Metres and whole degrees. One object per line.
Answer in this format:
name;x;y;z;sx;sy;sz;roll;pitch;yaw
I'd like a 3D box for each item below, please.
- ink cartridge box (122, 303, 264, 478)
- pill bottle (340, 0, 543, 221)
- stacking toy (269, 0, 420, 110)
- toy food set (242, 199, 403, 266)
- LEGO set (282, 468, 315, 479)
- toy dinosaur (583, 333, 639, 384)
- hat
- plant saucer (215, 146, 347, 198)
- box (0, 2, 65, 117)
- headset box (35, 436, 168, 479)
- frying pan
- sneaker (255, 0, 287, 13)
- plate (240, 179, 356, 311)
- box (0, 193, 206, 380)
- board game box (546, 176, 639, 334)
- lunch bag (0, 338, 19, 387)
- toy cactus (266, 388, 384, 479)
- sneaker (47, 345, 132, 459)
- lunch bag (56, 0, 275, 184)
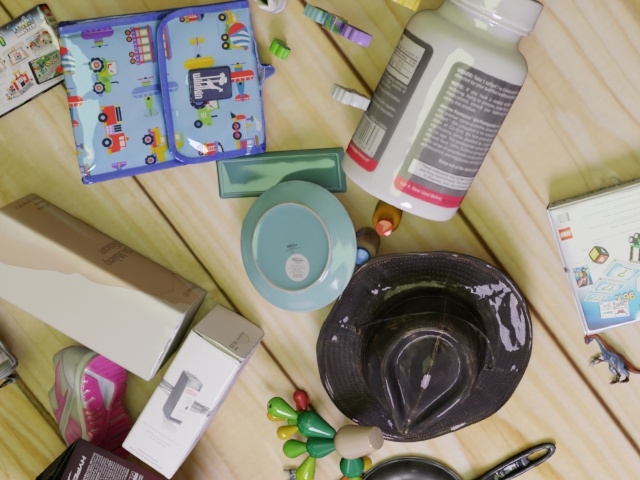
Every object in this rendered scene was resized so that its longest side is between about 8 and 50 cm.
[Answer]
ink cartridge box;-0.184;0.217;1.941;0.092;0.158;0.218;34;105;2
pill bottle;0.170;-0.201;1.778;0.176;0.176;0.318;27;106;3
stacking toy;0.026;-0.294;1.800;0.221;0.052;0.167;40;109;43
toy food set;0.000;0.000;1.885;0.232;0.104;0.111;-1;106;8
LEGO set;-0.026;0.381;2.020;0.083;0.023;0.054;25;105;4
toy dinosaur;0.416;0.167;1.899;0.090;0.047;0.082;-18;90;-20
hat;0.146;0.181;1.844;0.331;0.134;0.331;1;119;2
plant saucer;-0.059;-0.097;1.924;0.192;0.018;0.067;-3;102;11
box;-0.466;-0.251;1.949;0.207;0.036;0.114;-26;97;14
headset box;-0.280;0.428;1.950;0.293;0.110;0.218;29;145;-14
frying pan;0.201;0.416;1.980;0.326;0.053;0.197;-7;102;14
sneaker;-0.094;-0.388;1.843;0.054;0.061;0.152;-27;95;16
plate;-0.037;0.009;1.855;0.188;0.024;0.188;2;94;27
box;-0.341;0.066;1.944;0.311;0.148;0.121;29;105;1
board game box;0.488;0.001;1.824;0.305;0.053;0.193;-16;99;16
lunch bag;-0.633;0.144;1.988;0.256;0.212;0.305;-33;96;-2
toy cactus;0.022;0.295;1.934;0.180;0.112;0.219;-15;115;42
sneaker;-0.356;0.261;2.019;0.111;0.103;0.252;27;123;38
lunch bag;-0.210;-0.217;1.874;0.293;0.138;0.220;-9;104;-8
